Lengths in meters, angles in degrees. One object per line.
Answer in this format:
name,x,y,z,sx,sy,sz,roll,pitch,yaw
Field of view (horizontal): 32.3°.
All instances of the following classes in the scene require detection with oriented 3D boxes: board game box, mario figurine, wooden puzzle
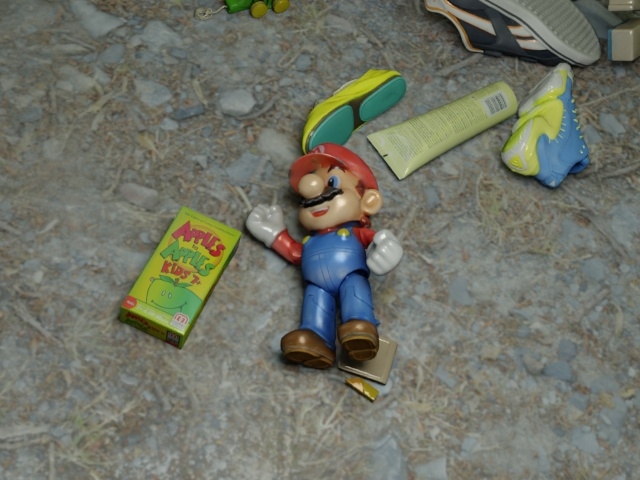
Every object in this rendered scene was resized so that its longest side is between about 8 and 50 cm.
board game box,-0.188,0.047,1.495,0.092,0.043,0.181,24,57,4
mario figurine,0.000,0.000,1.494,0.198,0.170,0.320,3,59,-8
wooden puzzle,0.063,0.157,1.499,0.079,0.014,0.116,27,57,0

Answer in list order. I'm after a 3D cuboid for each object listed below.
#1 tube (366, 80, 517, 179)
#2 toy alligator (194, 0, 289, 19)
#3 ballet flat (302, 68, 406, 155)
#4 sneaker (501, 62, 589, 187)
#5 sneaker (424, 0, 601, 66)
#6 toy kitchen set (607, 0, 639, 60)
tube,0.194,-0.177,1.716,0.240,0.062,0.070,-27,24,-20
toy alligator,-0.113,-0.396,1.786,0.190,0.051,0.056,-16,63,-21
ballet flat,0.035,-0.200,1.691,0.077,0.077,0.231,30,51,33
sneaker,0.371,-0.172,1.743,0.126,0.091,0.240,39,56,-9
sneaker,0.316,-0.367,1.829,0.321,0.127,0.126,26,51,-26
toy kitchen set,0.464,-0.417,1.861,0.166,0.207,0.122,7,22,32
